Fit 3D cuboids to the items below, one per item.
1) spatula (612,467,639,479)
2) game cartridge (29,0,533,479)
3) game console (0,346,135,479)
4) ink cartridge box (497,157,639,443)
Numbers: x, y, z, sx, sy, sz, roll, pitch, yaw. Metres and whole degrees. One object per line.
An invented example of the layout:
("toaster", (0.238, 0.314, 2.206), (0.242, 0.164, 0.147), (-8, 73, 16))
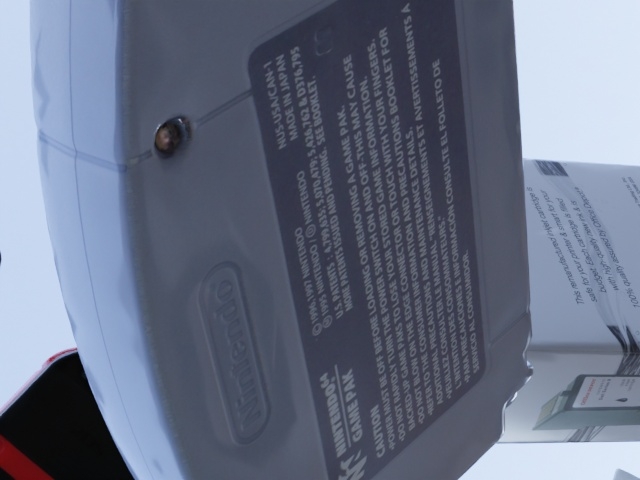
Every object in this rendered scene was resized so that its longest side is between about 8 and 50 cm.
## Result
("spatula", (0.353, 0.324, 1.085), (0.019, 0.242, 0.168), (-31, -39, -55))
("game cartridge", (0.000, 0.000, 0.447), (0.196, 0.060, 0.294), (-39, -46, -36))
("game console", (-0.250, 0.341, 1.399), (0.386, 0.060, 0.342), (39, -120, 3))
("ink cartridge box", (0.209, 0.044, 0.960), (0.289, 0.121, 0.211), (3, -135, -18))
